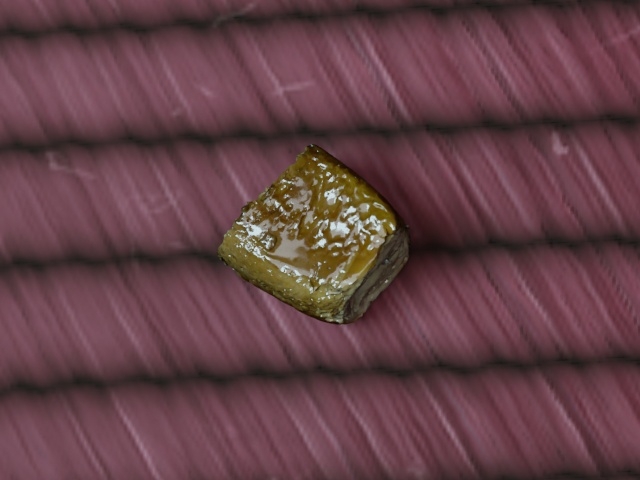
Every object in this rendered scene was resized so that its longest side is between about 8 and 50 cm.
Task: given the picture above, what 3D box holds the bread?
[{"bbox_3d":[0.000,0.002,0.846,0.070,0.083,0.077,40,87,13],"label":"bread"}]
